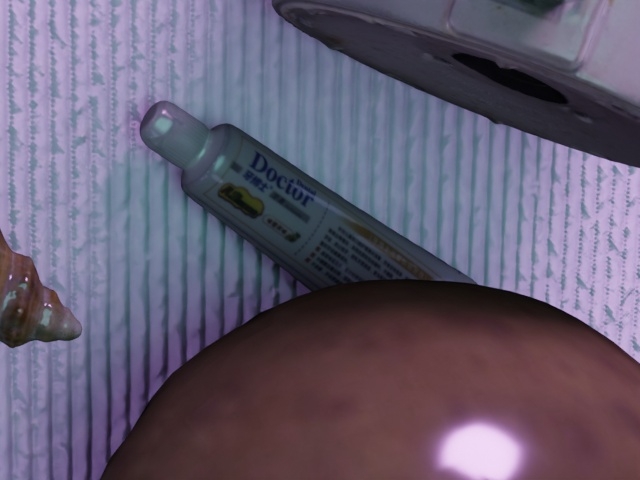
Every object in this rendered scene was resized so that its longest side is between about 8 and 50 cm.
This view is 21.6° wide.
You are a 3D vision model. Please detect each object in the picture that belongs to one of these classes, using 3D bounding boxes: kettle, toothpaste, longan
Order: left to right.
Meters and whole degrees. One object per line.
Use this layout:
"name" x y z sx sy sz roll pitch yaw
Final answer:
"toothpaste" 0.000 0.000 0.938 0.255 0.037 0.067 35 80 -29
"longan" 0.043 0.189 0.854 0.361 0.361 0.361 -5 103 -24
"kettle" 0.151 -0.248 0.794 0.250 0.361 0.376 21 89 9

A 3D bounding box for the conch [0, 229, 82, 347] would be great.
"conch" -0.214 -0.020 0.799 0.137 0.114 0.234 -48 110 -23
